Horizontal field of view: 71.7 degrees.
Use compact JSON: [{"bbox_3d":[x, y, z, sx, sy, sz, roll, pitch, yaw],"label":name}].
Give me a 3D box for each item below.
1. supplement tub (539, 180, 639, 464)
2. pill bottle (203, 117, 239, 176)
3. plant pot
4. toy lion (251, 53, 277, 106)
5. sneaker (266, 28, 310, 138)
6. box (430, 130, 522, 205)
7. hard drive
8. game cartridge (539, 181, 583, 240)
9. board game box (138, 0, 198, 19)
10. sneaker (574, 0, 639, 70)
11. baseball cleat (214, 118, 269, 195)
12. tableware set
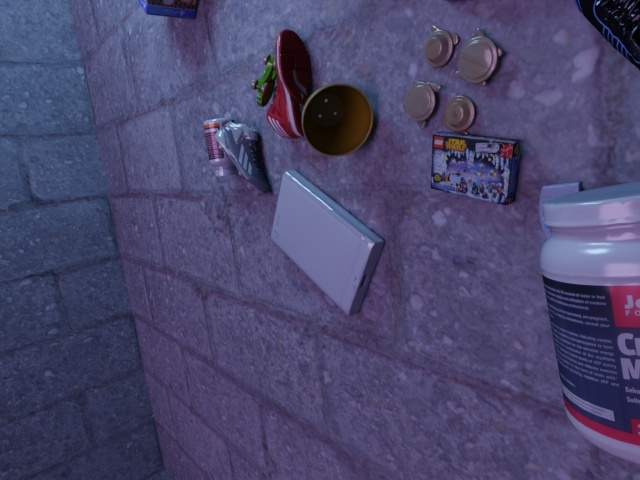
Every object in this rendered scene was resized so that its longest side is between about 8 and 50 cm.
[{"bbox_3d":[0.353,0.078,0.479,0.191,0.191,0.272,-6,98,52],"label":"supplement tub"},{"bbox_3d":[-0.268,-0.254,1.217,0.086,0.086,0.151,5,106,50],"label":"pill bottle"},{"bbox_3d":[0.023,-0.239,0.848,0.095,0.134,0.134,-113,28,-58],"label":"plant pot"},{"bbox_3d":[-0.121,-0.360,1.016,0.034,0.096,0.100,24,87,5],"label":"toy lion"},{"bbox_3d":[-0.086,-0.330,0.968,0.128,0.087,0.221,4,104,48],"label":"sneaker"},{"bbox_3d":[0.235,-0.115,0.685,0.137,0.027,0.093,22,124,46],"label":"box"},{"bbox_3d":[0.000,0.000,1.012,0.307,0.040,0.202,41,131,34],"label":"hard drive"},{"bbox_3d":[0.332,-0.037,0.609,0.056,0.017,0.083,0,102,55],"label":"game cartridge"},{"bbox_3d":[-0.416,-0.793,1.173,0.232,0.141,0.291,56,138,23],"label":"board game box"},{"bbox_3d":[0.348,-0.229,0.462,0.232,0.091,0.081,55,138,23],"label":"sneaker"},{"bbox_3d":[-0.182,-0.220,1.136,0.109,0.072,0.206,-41,92,11],"label":"baseball cleat"},{"bbox_3d":[0.201,-0.249,0.696,0.141,0.020,0.168,43,133,35],"label":"tableware set"}]
